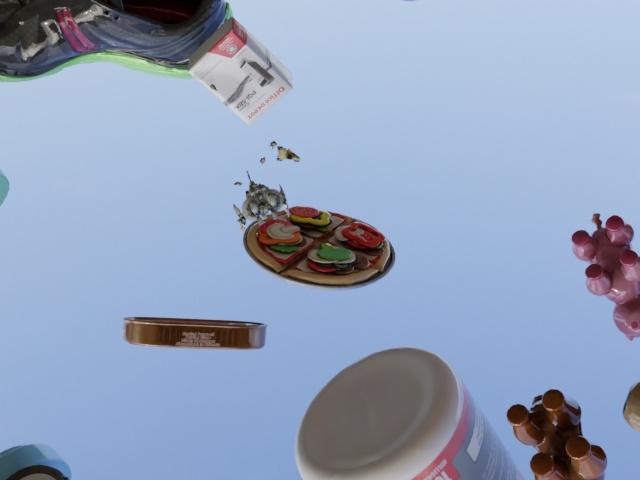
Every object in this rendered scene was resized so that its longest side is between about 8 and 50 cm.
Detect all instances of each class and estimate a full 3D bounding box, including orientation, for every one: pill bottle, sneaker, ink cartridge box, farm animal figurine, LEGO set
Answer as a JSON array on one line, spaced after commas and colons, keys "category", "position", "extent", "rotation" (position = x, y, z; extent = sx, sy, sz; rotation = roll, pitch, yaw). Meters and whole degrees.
[{"category": "pill bottle", "position": [0.144, 0.317, 1.047], "extent": [0.210, 0.363, 0.210], "rotation": [-27, -152, 16]}, {"category": "sneaker", "position": [-0.374, -0.369, 1.379], "extent": [0.483, 0.202, 0.185], "rotation": [-6, -121, -16]}, {"category": "ink cartridge box", "position": [-0.122, -0.257, 1.351], "extent": [0.099, 0.135, 0.056], "rotation": [-39, -150, 21]}, {"category": "farm animal figurine", "position": [0.337, 0.118, 0.724], "extent": [0.330, 0.172, 0.327], "rotation": [-51, -133, -6]}, {"category": "LEGO set", "position": [-0.045, -0.043, 0.738], "extent": [0.054, 0.083, 0.023], "rotation": [11, -178, -23]}]

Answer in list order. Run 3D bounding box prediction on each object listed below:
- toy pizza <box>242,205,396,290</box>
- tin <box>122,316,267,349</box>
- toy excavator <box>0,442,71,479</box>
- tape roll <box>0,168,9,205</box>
[{"category": "toy pizza", "position": [0.000, 0.000, 1.142], "extent": [0.201, 0.032, 0.201], "rotation": [7, -151, -4]}, {"category": "tin", "position": [-0.165, 0.122, 1.156], "extent": [0.190, 0.040, 0.106], "rotation": [4, -179, -12]}, {"category": "toy excavator", "position": [-0.598, 0.401, 1.253], "extent": [0.445, 0.222, 0.433], "rotation": [38, -116, 25]}, {"category": "tape roll", "position": [-0.643, -0.033, 1.363], "extent": [0.321, 0.077, 0.321], "rotation": [-38, 177, -2]}]
